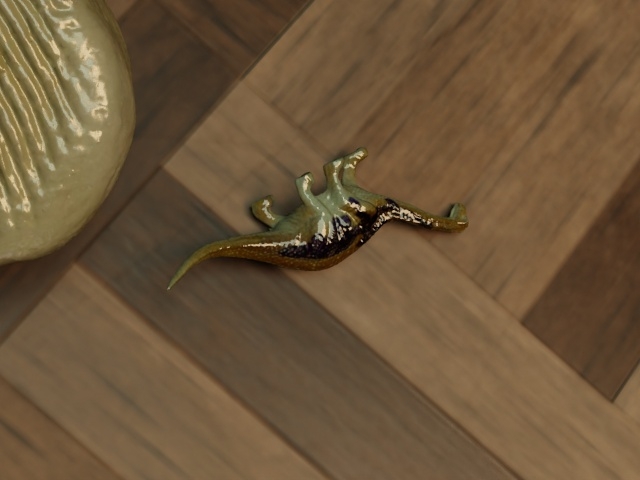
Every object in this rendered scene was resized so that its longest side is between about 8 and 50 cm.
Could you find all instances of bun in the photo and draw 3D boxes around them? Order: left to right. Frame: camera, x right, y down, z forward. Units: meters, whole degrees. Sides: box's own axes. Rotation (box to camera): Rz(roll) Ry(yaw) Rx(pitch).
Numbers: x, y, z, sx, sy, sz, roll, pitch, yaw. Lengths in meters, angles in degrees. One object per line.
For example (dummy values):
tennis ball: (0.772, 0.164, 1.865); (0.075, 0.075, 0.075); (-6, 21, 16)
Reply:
bun: (-0.169, -0.075, 0.614); (0.166, 0.113, 0.173); (0, 100, -13)

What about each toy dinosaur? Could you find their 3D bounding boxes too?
toy dinosaur: (-0.004, -0.014, 0.692); (0.180, 0.037, 0.058); (-14, 77, -21)
